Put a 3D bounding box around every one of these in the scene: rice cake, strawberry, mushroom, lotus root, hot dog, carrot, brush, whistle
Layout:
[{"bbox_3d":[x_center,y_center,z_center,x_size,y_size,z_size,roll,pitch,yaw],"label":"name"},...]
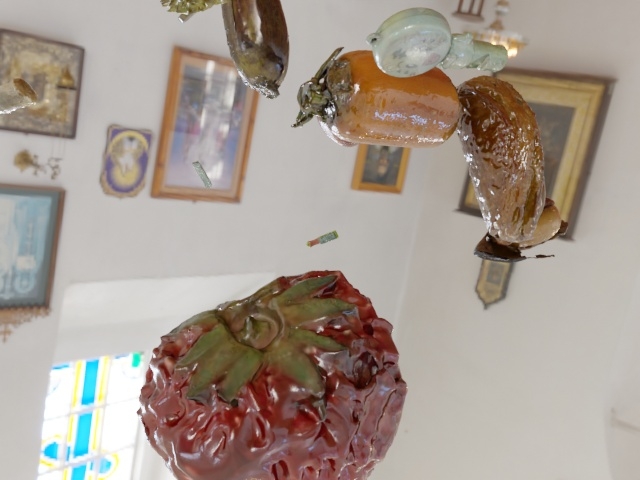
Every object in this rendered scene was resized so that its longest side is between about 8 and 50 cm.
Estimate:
[{"bbox_3d":[-0.350,-0.195,1.973,0.022,0.021,0.121,-17,148,2],"label":"rice cake"},{"bbox_3d":[-0.047,0.227,0.861,0.295,0.345,0.317,22,-131,31],"label":"strawberry"},{"bbox_3d":[-0.665,-0.291,1.383,0.202,0.059,0.054,-6,-154,34],"label":"mushroom"},{"bbox_3d":[-0.178,-0.596,1.880,0.179,0.397,0.196,-10,178,13],"label":"lotus root"},{"bbox_3d":[0.563,-0.045,1.813,0.194,0.107,0.326,15,-149,30],"label":"hot dog"},{"bbox_3d":[0.103,-0.304,1.409,0.331,0.193,0.214,-1,-139,-22],"label":"carrot"},{"bbox_3d":[0.000,0.000,1.438,0.083,0.018,0.021,-20,-171,33],"label":"brush"},{"bbox_3d":[0.187,-0.311,1.063,0.258,0.067,0.126,2,155,-24],"label":"whistle"},{"bbox_3d":[0.418,-0.189,1.504,0.174,0.387,0.267,-19,166,17],"label":"hot dog"}]

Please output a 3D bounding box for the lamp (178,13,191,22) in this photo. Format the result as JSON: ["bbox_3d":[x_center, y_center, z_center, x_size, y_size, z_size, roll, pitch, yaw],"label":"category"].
[{"bbox_3d":[-0.345,-0.582,1.440,0.214,0.121,0.121,48,-178,-16],"label":"lamp"}]

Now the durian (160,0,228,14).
[{"bbox_3d":[-0.182,-0.504,1.208,0.306,0.172,0.166,-23,178,18],"label":"durian"}]

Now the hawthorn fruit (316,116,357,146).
[{"bbox_3d":[0.066,-0.366,1.874,0.200,0.179,0.179,34,-177,-21],"label":"hawthorn fruit"}]
